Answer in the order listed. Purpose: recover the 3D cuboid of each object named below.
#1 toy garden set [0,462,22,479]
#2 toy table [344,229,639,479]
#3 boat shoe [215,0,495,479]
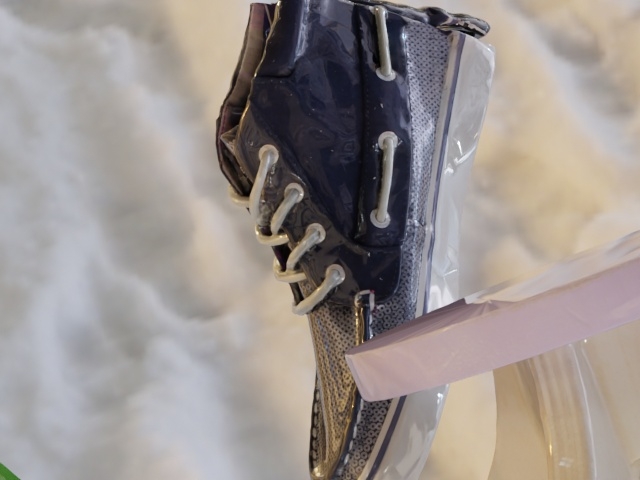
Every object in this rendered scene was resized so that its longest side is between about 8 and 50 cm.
[{"bbox_3d":[-0.107,0.133,0.482,0.204,0.049,0.244,35,16,15],"label":"toy garden set"},{"bbox_3d":[0.155,0.085,0.965,0.274,0.161,0.252,-20,1,44],"label":"toy table"},{"bbox_3d":[0.000,0.000,1.206,0.158,0.127,0.340,16,70,-19],"label":"boat shoe"}]
